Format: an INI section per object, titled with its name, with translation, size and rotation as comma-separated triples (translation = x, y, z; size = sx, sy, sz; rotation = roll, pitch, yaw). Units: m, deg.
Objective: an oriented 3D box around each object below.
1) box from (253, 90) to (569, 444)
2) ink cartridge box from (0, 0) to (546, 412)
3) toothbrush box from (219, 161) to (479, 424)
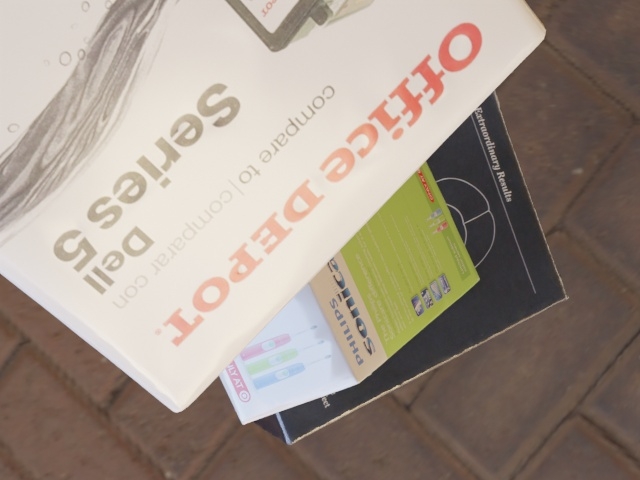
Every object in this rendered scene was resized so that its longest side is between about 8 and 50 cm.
[box]
translation = 0.045, 0.011, 1.750
size = 0.395, 0.212, 0.293
rotation = -25, 104, -16
[ink cartridge box]
translation = -0.081, -0.103, 0.487
size = 0.198, 0.273, 0.115
rotation = -46, 36, 0
[toothbrush box]
translation = 0.000, 0.000, 1.238
size = 0.122, 0.283, 0.206
rotation = -23, 95, 29
